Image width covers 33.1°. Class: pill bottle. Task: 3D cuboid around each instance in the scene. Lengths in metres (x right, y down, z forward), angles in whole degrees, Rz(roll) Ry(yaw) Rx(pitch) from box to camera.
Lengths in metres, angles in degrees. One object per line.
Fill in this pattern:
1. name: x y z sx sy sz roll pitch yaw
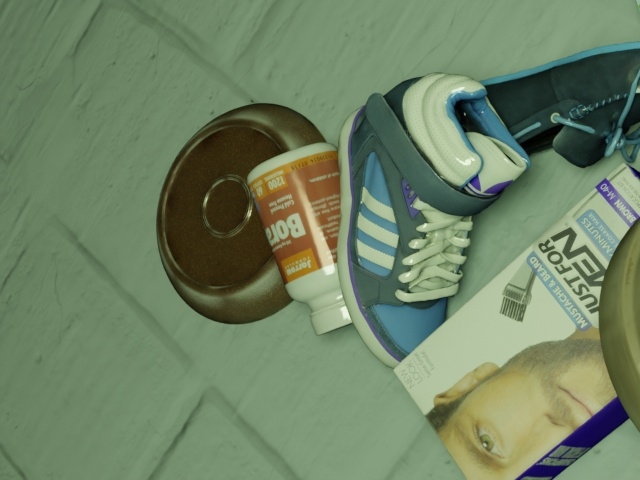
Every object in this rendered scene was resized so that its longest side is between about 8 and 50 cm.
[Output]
1. pill bottle: 0.000 0.000 1.310 0.121 0.121 0.216 -24 83 28

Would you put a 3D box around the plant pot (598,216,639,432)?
1. plant pot: 0.416 0.037 0.857 0.323 0.280 0.323 0 67 -1

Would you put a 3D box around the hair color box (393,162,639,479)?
1. hair color box: 0.262 0.104 1.133 0.339 0.110 0.185 -46 59 19

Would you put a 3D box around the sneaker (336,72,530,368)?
1. sneaker: 0.129 -0.020 1.174 0.236 0.130 0.323 -11 85 56

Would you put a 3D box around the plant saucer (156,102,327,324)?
1. plant saucer: -0.115 -0.043 1.462 0.310 0.050 0.311 -8 76 33

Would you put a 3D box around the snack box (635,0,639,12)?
1. snack box: 0.431 -0.308 1.134 0.207 0.070 0.175 -22 68 28

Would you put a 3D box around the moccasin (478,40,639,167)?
1. moccasin: 0.288 -0.131 1.173 0.342 0.137 0.117 -11 77 47
